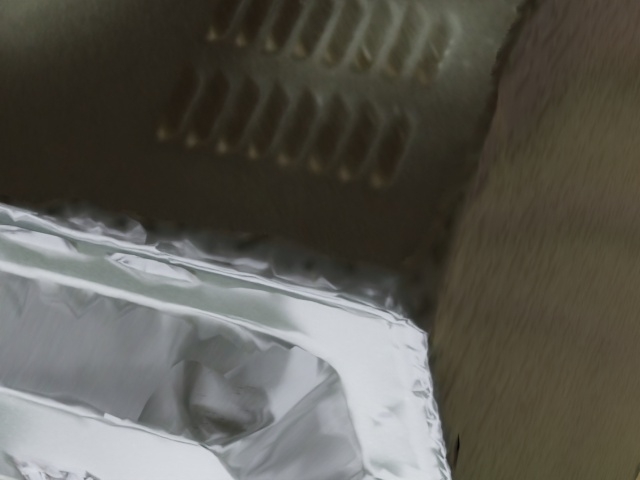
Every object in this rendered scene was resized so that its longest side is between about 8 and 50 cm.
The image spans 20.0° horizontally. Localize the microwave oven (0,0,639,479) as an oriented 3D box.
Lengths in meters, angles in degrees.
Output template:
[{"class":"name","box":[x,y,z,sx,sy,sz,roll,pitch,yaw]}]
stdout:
[{"class":"microwave oven","box":[0.000,0.000,0.721,0.236,0.374,0.432,13,150,19]}]
